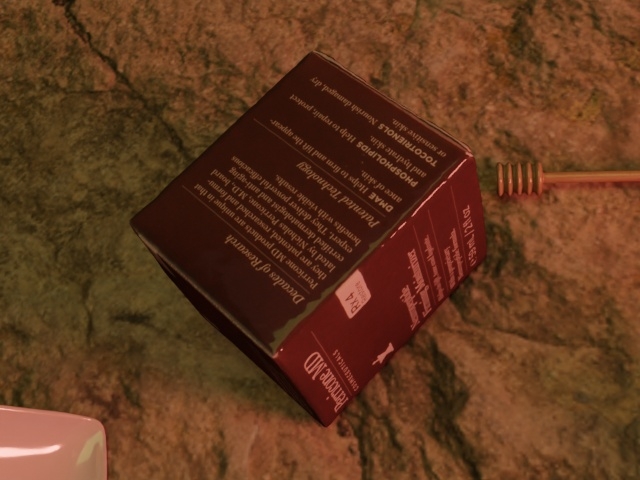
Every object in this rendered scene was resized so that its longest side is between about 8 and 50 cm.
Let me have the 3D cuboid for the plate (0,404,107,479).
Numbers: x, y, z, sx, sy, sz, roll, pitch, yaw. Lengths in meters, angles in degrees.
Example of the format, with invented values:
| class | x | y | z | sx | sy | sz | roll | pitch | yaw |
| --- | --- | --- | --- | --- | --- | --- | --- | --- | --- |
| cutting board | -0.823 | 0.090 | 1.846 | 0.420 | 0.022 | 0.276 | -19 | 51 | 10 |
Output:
| class | x | y | z | sx | sy | sz | roll | pitch | yaw |
| --- | --- | --- | --- | --- | --- | --- | --- | --- | --- |
| plate | -0.278 | 0.244 | 0.630 | 0.045 | 0.278 | 0.277 | -34 | 52 | 37 |

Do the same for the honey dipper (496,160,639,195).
| class | x | y | z | sx | sy | sz | roll | pitch | yaw |
| --- | --- | --- | --- | --- | --- | --- | --- | --- | --- |
| honey dipper | 0.231 | -0.055 | 0.767 | 0.161 | 0.030 | 0.030 | -2 | 62 | 10 |

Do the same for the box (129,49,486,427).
| class | x | y | z | sx | sy | sz | roll | pitch | yaw |
| --- | --- | --- | --- | --- | --- | --- | --- | --- | --- |
| box | 0.000 | 0.000 | 0.714 | 0.167 | 0.168 | 0.203 | 38 | 77 | 28 |
